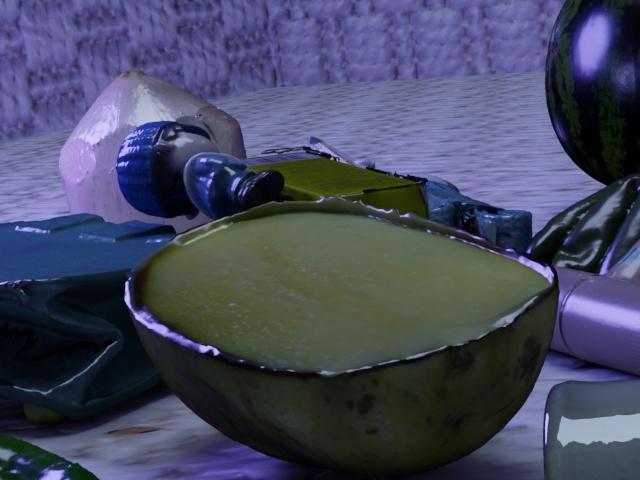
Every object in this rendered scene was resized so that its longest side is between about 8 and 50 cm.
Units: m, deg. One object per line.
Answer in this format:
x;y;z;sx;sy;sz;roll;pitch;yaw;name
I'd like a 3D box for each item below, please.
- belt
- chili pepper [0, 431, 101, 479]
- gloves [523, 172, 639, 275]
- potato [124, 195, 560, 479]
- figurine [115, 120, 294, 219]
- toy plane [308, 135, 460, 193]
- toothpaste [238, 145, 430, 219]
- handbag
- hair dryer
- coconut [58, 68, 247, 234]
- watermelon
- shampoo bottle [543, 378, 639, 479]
0.087;-0.003;1.478;0.087;0.072;0.302;0;6;-12;belt
-0.152;0.123;0.836;0.253;0.083;0.099;5;15;35;chili pepper
0.265;-0.008;1.290;0.268;0.107;0.135;-11;-21;-13;gloves
0.006;0.063;0.983;0.160;0.111;0.271;-27;25;-28;potato
-0.084;-0.036;1.314;0.079;0.077;0.136;-37;41;-16;figurine
0.039;-0.033;1.683;0.171;0.065;0.162;3;40;-16;toy plane
0.000;0.000;1.396;0.077;0.110;0.327;-8;9;-14;toothpaste
-0.190;0.046;1.275;0.268;0.100;0.274;4;9;31;handbag
0.235;0.000;1.155;0.220;0.054;0.195;-36;19;-15;hair dryer
-0.137;-0.056;1.629;0.171;0.183;0.171;-10;11;2;coconut
0.320;-0.152;1.682;0.269;0.269;0.269;-7;9;1;watermelon
0.206;0.088;0.719;0.234;0.087;0.118;-5;-9;12;shampoo bottle
